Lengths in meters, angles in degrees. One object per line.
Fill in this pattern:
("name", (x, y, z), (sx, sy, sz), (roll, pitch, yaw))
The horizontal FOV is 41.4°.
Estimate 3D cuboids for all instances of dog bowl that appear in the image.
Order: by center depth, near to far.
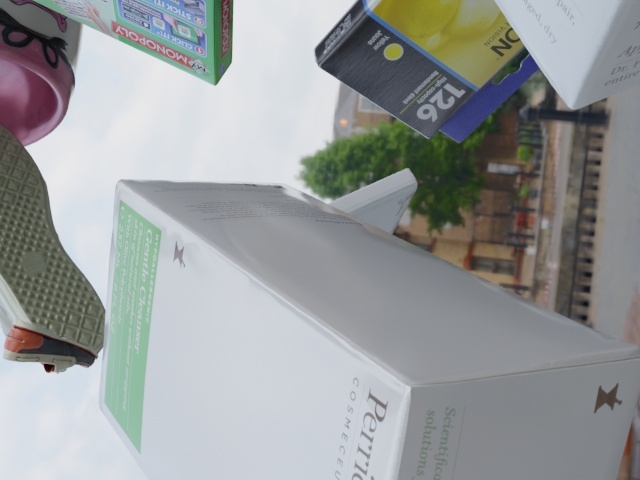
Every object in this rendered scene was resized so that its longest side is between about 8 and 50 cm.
("dog bowl", (-0.561, -0.262, 1.280), (0.408, 0.408, 0.150), (59, -161, -71))

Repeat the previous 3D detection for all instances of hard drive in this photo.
("hard drive", (0.000, 0.000, 1.579), (0.047, 0.353, 0.233), (58, 159, 18))

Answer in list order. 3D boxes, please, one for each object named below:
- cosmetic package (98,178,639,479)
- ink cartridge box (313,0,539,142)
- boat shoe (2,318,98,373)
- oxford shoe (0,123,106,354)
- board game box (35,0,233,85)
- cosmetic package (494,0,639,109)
("cosmetic package", (-0.007, 0.092, 0.532), (0.365, 0.155, 0.196), (27, 114, 56))
("ink cartridge box", (0.201, -0.286, 1.193), (0.303, 0.307, 0.072), (-45, 33, 30))
("boat shoe", (-0.292, 0.122, 0.919), (0.137, 0.049, 0.043), (47, -124, -63))
("oxford shoe", (-0.476, 0.004, 1.301), (0.169, 0.449, 0.130), (-26, -10, -35))
("board game box", (-0.242, -0.309, 0.913), (0.046, 0.317, 0.213), (-61, -6, -26))
("cosmetic package", (0.310, -0.387, 0.695), (0.393, 0.330, 0.327), (93, 153, -65))
